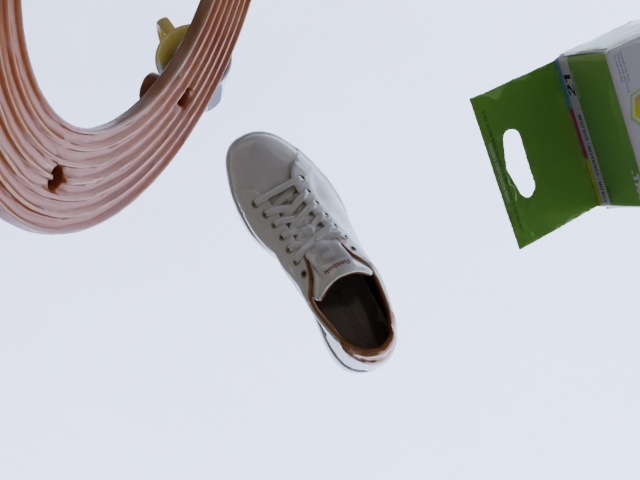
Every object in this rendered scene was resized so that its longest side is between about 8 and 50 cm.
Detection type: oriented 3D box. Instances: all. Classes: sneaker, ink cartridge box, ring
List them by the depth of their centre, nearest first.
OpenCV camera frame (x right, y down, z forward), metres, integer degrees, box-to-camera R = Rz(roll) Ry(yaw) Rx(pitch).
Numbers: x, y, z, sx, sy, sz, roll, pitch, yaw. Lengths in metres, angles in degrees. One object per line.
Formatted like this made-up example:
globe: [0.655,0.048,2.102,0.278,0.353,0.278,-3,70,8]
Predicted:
ring: [-0.103,-0.166,0.700,0.032,0.337,0.337,18,-112,16]
sneaker: [0.000,0.000,1.409,0.106,0.290,0.123,-32,175,-12]
ink cartridge box: [0.314,-0.118,1.494,0.255,0.189,0.097,-26,-166,-27]

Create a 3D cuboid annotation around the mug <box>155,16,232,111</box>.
mug: [-0.104,-0.144,1.118,0.062,0.064,0.078,-2,-111,-3]
